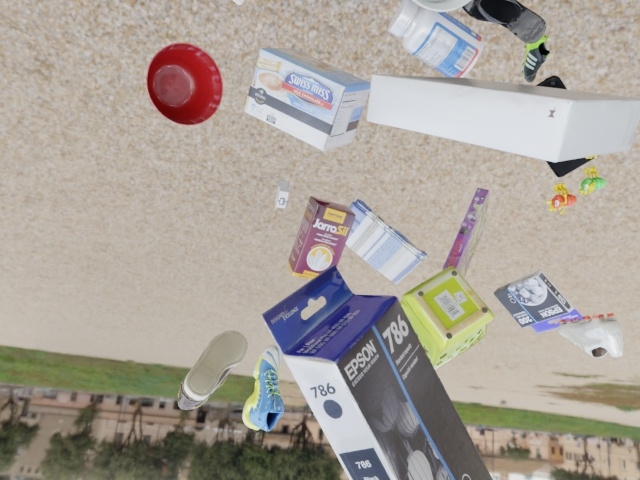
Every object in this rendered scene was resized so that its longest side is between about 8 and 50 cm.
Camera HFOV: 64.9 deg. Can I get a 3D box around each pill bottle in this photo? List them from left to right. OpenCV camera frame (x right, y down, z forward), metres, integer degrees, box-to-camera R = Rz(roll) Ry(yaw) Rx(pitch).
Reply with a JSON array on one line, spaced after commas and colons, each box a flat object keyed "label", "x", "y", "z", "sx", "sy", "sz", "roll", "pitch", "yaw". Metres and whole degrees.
[{"label": "pill bottle", "x": 0.285, "y": -0.507, "z": 1.259, "sx": 0.221, "sy": 0.124, "sz": 0.124, "roll": 28, "pitch": 157, "yaw": -12}]

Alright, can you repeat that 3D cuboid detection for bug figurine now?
[{"label": "bug figurine", "x": 0.782, "y": -0.217, "z": 1.511, "sx": 0.216, "sy": 0.279, "sz": 0.072, "roll": -13, "pitch": -153, "yaw": -18}]

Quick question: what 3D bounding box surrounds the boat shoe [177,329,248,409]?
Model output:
[{"label": "boat shoe", "x": -0.331, "y": 0.394, "z": 1.557, "sx": 0.116, "sy": 0.324, "sz": 0.097, "roll": 38, "pitch": 118, "yaw": 0}]

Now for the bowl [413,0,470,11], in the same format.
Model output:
[{"label": "bowl", "x": 0.237, "y": -0.660, "z": 1.111, "sx": 0.297, "sy": 0.298, "sz": 0.134, "roll": 17, "pitch": -171, "yaw": -30}]

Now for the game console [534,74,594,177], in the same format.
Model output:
[{"label": "game console", "x": 0.808, "y": -0.385, "z": 1.682, "sx": 0.213, "sy": 0.044, "sz": 0.361, "roll": -35, "pitch": 119, "yaw": 26}]

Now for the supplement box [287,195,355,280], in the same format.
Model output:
[{"label": "supplement box", "x": 0.000, "y": 0.000, "z": 1.226, "sx": 0.104, "sy": 0.188, "sz": 0.081, "roll": 15, "pitch": -165, "yaw": -18}]

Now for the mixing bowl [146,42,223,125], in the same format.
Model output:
[{"label": "mixing bowl", "x": -0.331, "y": -0.364, "z": 1.181, "sx": 0.181, "sy": 0.182, "sz": 0.098, "roll": 21, "pitch": -179, "yaw": -38}]

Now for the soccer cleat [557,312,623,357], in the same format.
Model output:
[{"label": "soccer cleat", "x": 0.495, "y": 0.179, "z": 0.933, "sx": 0.068, "sy": 0.076, "sz": 0.196, "roll": -9, "pitch": 168, "yaw": 4}]

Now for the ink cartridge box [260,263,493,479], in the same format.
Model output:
[{"label": "ink cartridge box", "x": 0.076, "y": 0.186, "z": 0.553, "sx": 0.065, "sy": 0.333, "sz": 0.165, "roll": -28, "pitch": -178, "yaw": 35}]

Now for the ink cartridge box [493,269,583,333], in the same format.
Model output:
[{"label": "ink cartridge box", "x": 0.695, "y": 0.211, "z": 1.617, "sx": 0.208, "sy": 0.045, "sz": 0.206, "roll": 48, "pitch": 149, "yaw": 3}]

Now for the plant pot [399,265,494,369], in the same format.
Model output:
[{"label": "plant pot", "x": 0.359, "y": 0.223, "z": 1.493, "sx": 0.227, "sy": 0.228, "sz": 0.207, "roll": -28, "pitch": 156, "yaw": -16}]

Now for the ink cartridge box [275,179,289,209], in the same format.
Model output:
[{"label": "ink cartridge box", "x": -0.114, "y": -0.130, "z": 1.489, "sx": 0.028, "sy": 0.048, "sz": 0.083, "roll": 6, "pitch": 138, "yaw": -13}]

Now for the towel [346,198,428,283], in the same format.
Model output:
[{"label": "towel", "x": 0.182, "y": 0.009, "z": 1.597, "sx": 0.285, "sy": 0.034, "sz": 0.209, "roll": 39, "pitch": 145, "yaw": 4}]

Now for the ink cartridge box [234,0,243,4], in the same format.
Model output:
[{"label": "ink cartridge box", "x": -0.229, "y": -0.741, "z": 1.152, "sx": 0.207, "sy": 0.354, "sz": 0.119, "roll": 21, "pitch": 175, "yaw": -41}]

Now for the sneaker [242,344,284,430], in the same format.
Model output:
[{"label": "sneaker", "x": -0.136, "y": 0.426, "z": 1.433, "sx": 0.126, "sy": 0.240, "sz": 0.091, "roll": 8, "pitch": 171, "yaw": 45}]

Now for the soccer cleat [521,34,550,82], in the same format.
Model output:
[{"label": "soccer cleat", "x": 0.691, "y": -0.578, "z": 1.613, "sx": 0.072, "sy": 0.060, "sz": 0.179, "roll": 27, "pitch": 157, "yaw": 33}]

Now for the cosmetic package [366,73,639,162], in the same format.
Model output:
[{"label": "cosmetic package", "x": 0.315, "y": -0.231, "z": 0.898, "sx": 0.284, "sy": 0.098, "sz": 0.377, "roll": -11, "pitch": -154, "yaw": -39}]

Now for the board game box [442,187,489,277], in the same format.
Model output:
[{"label": "board game box", "x": 0.498, "y": 0.015, "z": 1.722, "sx": 0.056, "sy": 0.347, "sz": 0.208, "roll": 20, "pitch": 152, "yaw": 21}]

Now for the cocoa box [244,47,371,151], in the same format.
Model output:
[{"label": "cocoa box", "x": -0.043, "y": -0.496, "z": 1.739, "sx": 0.347, "sy": 0.228, "sz": 0.231, "roll": 30, "pitch": -150, "yaw": 17}]

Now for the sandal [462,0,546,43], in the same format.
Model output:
[{"label": "sandal", "x": 0.499, "y": -0.629, "z": 1.376, "sx": 0.254, "sy": 0.097, "sz": 0.054, "roll": 34, "pitch": -149, "yaw": 15}]
